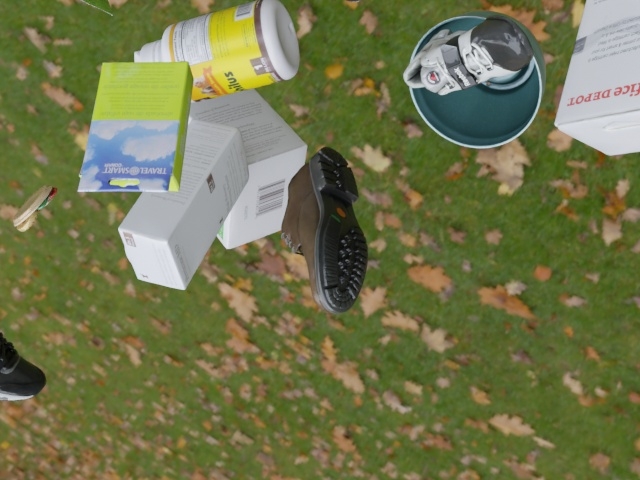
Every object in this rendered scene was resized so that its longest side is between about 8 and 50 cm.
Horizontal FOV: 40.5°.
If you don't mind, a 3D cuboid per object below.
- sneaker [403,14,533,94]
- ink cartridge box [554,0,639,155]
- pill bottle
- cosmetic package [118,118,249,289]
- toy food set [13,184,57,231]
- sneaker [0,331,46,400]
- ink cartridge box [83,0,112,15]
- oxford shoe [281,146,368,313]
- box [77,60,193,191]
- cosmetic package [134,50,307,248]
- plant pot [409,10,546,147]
[{"bbox_3d":[0.277,-0.340,1.684,0.122,0.146,0.330,54,164,-16],"label":"sneaker"},{"bbox_3d":[0.431,-0.257,1.098,0.114,0.273,0.197,23,168,-26],"label":"ink cartridge box"},{"bbox_3d":[-0.147,-0.268,1.249,0.215,0.117,0.117,-10,129,18],"label":"pill bottle"},{"bbox_3d":[-0.190,-0.055,1.251,0.085,0.231,0.117,13,144,16],"label":"cosmetic package"},{"bbox_3d":[-0.423,-0.050,1.285,0.020,0.082,0.083,44,170,-23],"label":"toy food set"},{"bbox_3d":[-0.633,0.197,1.611,0.283,0.107,0.124,29,113,-18],"label":"sneaker"},{"bbox_3d":[-0.319,-0.419,1.108,0.097,0.255,0.189,-21,86,14],"label":"ink cartridge box"},{"bbox_3d":[0.000,0.000,1.061,0.096,0.227,0.083,-33,133,32],"label":"oxford shoe"},{"bbox_3d":[-0.210,-0.125,0.999,0.109,0.178,0.042,0,153,6],"label":"box"},{"bbox_3d":[-0.189,-0.185,1.564,0.365,0.155,0.197,47,145,33],"label":"cosmetic package"},{"bbox_3d":[0.366,-0.375,1.899,0.293,0.196,0.293,16,126,23],"label":"plant pot"}]
